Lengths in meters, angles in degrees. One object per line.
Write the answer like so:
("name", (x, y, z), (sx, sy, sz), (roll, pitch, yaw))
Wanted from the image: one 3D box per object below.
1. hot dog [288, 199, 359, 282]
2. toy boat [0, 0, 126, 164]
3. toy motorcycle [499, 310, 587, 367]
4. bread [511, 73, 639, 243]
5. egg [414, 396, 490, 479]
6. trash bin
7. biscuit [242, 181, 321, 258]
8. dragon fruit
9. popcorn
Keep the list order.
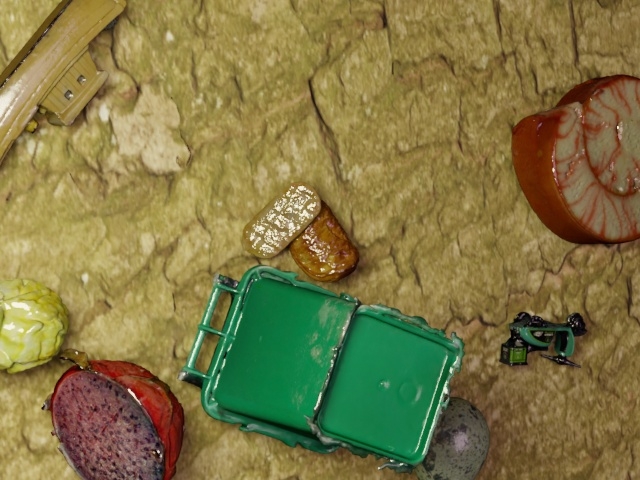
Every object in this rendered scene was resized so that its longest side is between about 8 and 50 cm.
("hot dog", (-0.001, 0.000, 1.710), (0.099, 0.065, 0.147), (-33, 82, -21))
("toy boat", (-0.385, -0.228, 1.517), (0.121, 0.089, 0.321), (42, 73, -32))
("toy motorcycle", (0.408, 0.179, 1.915), (0.173, 0.058, 0.100), (2, 96, -24))
("bread", (0.519, -0.144, 1.934), (0.327, 0.114, 0.295), (-31, 103, -23))
("egg", (0.215, 0.348, 1.781), (0.132, 0.132, 0.172), (11, 97, -25))
("trash bin", (-0.001, 0.179, 1.539), (0.295, 0.381, 0.259), (23, 79, -23))
("biscuit", (-0.062, -0.031, 1.677), (0.147, 0.018, 0.071), (-43, 85, 7))
("dragon fruit", (-0.271, 0.252, 1.537), (0.223, 0.219, 0.148), (35, 36, 15))
("popcorn", (-0.421, 0.115, 1.477), (0.135, 0.162, 0.142), (-14, 56, 5))
